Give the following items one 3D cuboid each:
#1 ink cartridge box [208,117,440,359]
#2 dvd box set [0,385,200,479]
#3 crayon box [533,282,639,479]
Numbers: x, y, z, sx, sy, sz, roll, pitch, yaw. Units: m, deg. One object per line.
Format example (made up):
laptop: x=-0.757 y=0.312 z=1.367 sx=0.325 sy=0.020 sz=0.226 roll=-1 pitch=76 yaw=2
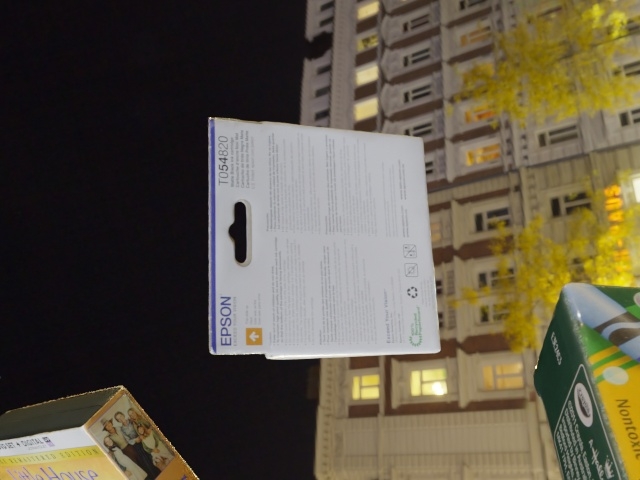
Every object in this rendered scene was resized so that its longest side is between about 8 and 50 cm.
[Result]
ink cartridge box: x=0.000 y=0.000 z=0.634 sx=0.224 sy=0.045 sz=0.223 roll=3 pitch=-104 yaw=-20
dvd box set: x=-0.186 y=0.354 z=0.746 sx=0.420 sy=0.307 sz=0.062 roll=57 pitch=-136 yaw=-14
crayon box: x=0.286 y=0.121 z=0.306 sx=0.203 sy=0.323 sz=0.083 roll=-84 pitch=-3 yaw=-53
